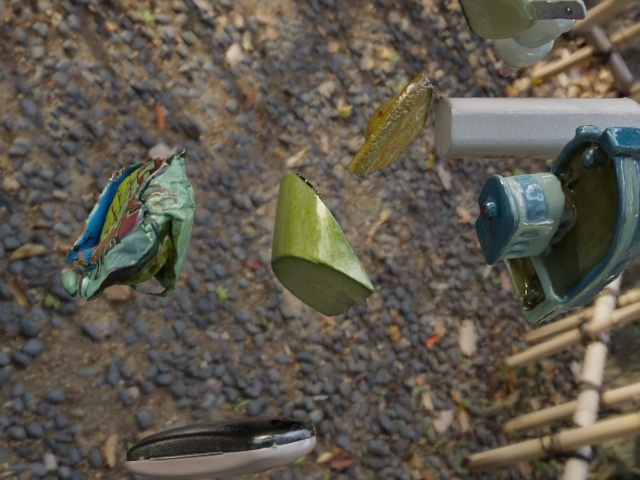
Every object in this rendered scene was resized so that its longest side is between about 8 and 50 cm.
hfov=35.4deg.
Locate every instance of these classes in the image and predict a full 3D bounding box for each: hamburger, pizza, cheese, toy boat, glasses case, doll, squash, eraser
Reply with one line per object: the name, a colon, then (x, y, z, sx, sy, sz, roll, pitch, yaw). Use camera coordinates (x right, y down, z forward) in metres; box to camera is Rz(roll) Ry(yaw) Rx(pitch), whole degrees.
hamburger: (-0.283, 0.002, 1.602, 0.150, 0.261, 0.276, 38, 41, -28)
pizza: (0.108, -0.188, 1.755, 0.081, 0.188, 0.204, 40, 80, 12)
cheese: (0.283, -0.321, 1.398, 0.037, 0.192, 0.097, -49, 130, -25)
toy boat: (0.165, -0.011, 0.702, 0.102, 0.215, 0.088, -8, 63, -17)
glasses case: (-0.140, 0.285, 1.371, 0.122, 0.314, 0.075, 1, 77, -50)
doll: (0.352, -0.360, 1.664, 0.107, 0.180, 0.110, 3, 64, -11)
squash: (0.000, 0.000, 1.617, 0.204, 0.237, 0.155, 32, 67, -8)
eraser: (0.308, -0.163, 1.450, 0.270, 0.174, 0.094, -1, 98, -2)
